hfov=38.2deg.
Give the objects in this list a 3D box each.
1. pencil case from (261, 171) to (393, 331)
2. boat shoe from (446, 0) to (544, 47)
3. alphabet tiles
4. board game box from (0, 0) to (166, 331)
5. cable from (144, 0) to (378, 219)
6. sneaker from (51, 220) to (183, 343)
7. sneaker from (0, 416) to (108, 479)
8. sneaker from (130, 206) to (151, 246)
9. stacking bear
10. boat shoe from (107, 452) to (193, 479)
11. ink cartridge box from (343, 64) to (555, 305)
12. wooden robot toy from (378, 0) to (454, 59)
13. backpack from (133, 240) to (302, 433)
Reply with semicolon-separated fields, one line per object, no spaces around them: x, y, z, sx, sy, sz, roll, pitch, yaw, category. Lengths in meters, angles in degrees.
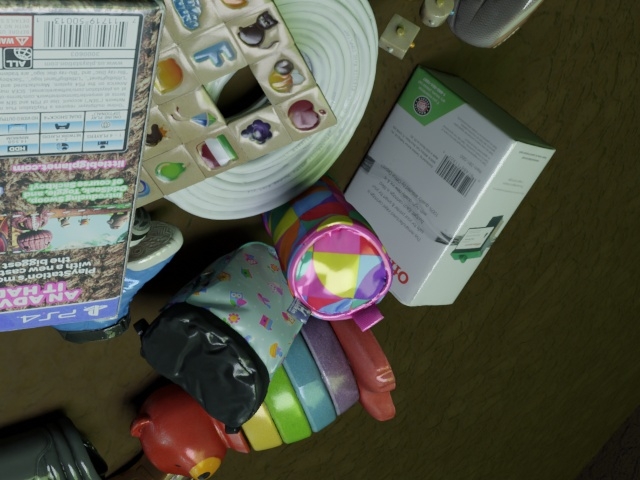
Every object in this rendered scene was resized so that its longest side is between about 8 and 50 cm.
0.000;0.000;0.901;0.104;0.236;0.104;-3;111;-9;pencil case
0.245;-0.328;0.910;0.116;0.123;0.324;7;123;-51;boat shoe
-0.124;-0.139;0.687;0.198;0.009;0.237;-21;128;12;alphabet tiles
-0.238;-0.074;0.565;0.232;0.141;0.291;-5;144;-23;board game box
-0.066;-0.139;0.813;0.257;0.089;0.257;16;115;-52;cable
-0.195;0.045;0.900;0.152;0.058;0.084;-31;138;-11;sneaker
-0.300;0.314;1.035;0.147;0.104;0.296;-20;135;-23;sneaker
-0.196;-0.050;0.797;0.075;0.063;0.170;-43;141;10;sneaker
-0.076;0.182;1.085;0.289;0.164;0.175;-25;153;-9;stacking bear
-0.220;0.315;1.148;0.207;0.073;0.073;-38;143;-8;boat shoe
0.128;-0.057;1.037;0.092;0.160;0.219;3;125;-47;ink cartridge box
0.100;-0.249;0.879;0.079;0.076;0.173;123;-19;-83;wooden robot toy
-0.084;0.086;0.954;0.115;0.152;0.182;-38;-171;31;backpack
